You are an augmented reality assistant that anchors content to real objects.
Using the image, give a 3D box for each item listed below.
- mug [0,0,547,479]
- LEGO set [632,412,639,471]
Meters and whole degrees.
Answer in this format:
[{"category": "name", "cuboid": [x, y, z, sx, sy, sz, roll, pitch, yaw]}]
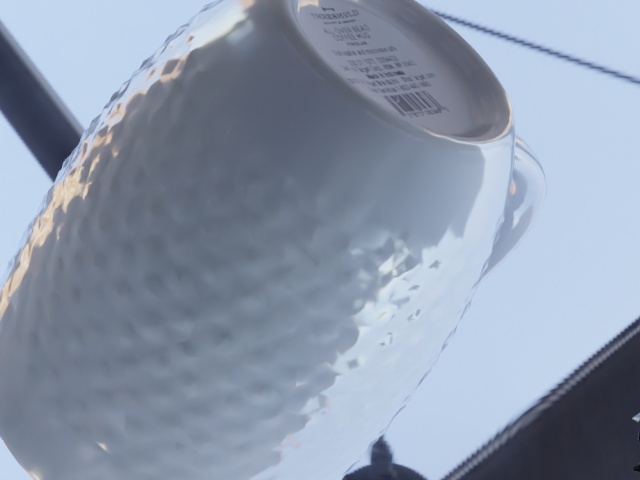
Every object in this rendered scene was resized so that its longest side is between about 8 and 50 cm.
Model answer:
[{"category": "mug", "cuboid": [0.000, 0.000, 0.852, 0.328, 0.374, 0.276, -54, -126, 33]}, {"category": "LEGO set", "cuboid": [0.132, 0.067, 0.418, 0.083, 0.023, 0.054, -26, -66, 22]}]
